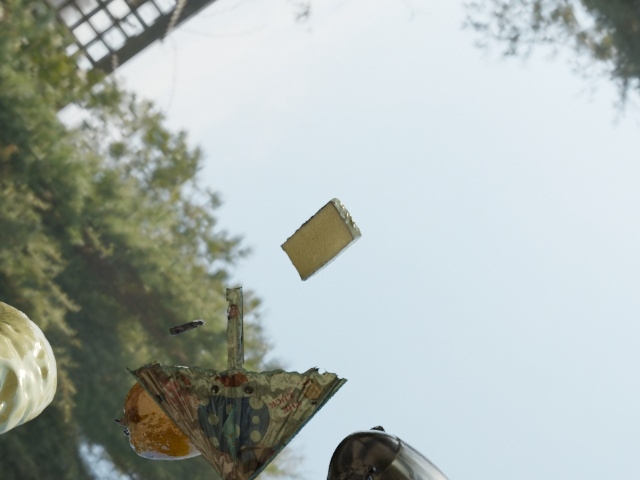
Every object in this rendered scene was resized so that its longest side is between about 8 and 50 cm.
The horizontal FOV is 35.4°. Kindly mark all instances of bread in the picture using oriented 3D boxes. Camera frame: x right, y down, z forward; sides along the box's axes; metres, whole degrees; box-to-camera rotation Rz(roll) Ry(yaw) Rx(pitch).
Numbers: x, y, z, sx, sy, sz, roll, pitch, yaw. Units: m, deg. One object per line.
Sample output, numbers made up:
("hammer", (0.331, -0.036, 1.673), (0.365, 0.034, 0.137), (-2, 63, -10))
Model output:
("bread", (0.000, 0.000, 1.431), (0.028, 0.068, 0.153), (-24, 168, -39))

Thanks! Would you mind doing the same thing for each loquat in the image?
("loquat", (-0.304, 0.358, 2.058), (0.234, 0.176, 0.187), (-6, -127, -10))

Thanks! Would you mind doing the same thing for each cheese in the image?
("cheese", (-0.330, 0.118, 0.786), (0.225, 0.117, 0.214), (-12, -175, 12))

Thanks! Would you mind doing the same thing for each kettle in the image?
("kettle", (0.093, 0.397, 1.406), (0.207, 0.271, 0.250), (-11, -156, 51))

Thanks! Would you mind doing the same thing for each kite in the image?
("kite", (-0.150, 0.263, 1.732), (0.405, 0.369, 0.014), (0, -176, 14))

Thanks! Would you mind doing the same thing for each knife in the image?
("knife", (-0.267, 0.173, 2.014), (0.031, 0.018, 0.121), (-15, 175, -37))
